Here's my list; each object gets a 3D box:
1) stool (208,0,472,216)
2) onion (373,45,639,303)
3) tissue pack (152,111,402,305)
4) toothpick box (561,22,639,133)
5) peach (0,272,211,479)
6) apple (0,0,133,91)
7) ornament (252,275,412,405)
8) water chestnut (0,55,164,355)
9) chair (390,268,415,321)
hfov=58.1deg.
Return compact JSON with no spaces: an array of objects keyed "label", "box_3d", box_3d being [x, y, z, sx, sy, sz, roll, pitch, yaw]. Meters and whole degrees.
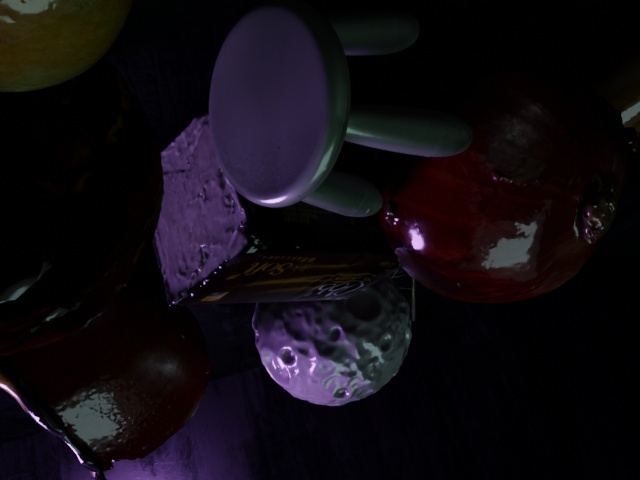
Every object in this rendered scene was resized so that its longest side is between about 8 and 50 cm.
[{"label":"stool","box_3d":[0.012,-0.134,0.608,0.199,0.195,0.195,-6,158,-46]},{"label":"onion","box_3d":[0.220,-0.074,0.763,0.342,0.341,0.341,-16,162,-6]},{"label":"tissue pack","box_3d":[-0.041,-0.034,0.832,0.198,0.209,0.370,-38,153,32]},{"label":"toothpick box","box_3d":[0.447,-0.233,0.748,0.192,0.191,0.294,-6,163,-33]},{"label":"peach","box_3d":[-0.402,0.214,1.014,0.339,0.352,0.417,22,-171,27]},{"label":"apple","box_3d":[-0.191,-0.173,0.324,0.155,0.182,0.182,5,151,-36]},{"label":"ornament","box_3d":[0.014,0.186,1.225,0.338,0.336,0.337,-16,162,-6]},{"label":"water chestnut","box_3d":[-0.268,-0.042,0.486,0.289,0.288,0.244,-11,-170,-22]},{"label":"chair","box_3d":[0.164,0.057,1.394,0.160,0.170,0.325,-17,123,-29]}]
